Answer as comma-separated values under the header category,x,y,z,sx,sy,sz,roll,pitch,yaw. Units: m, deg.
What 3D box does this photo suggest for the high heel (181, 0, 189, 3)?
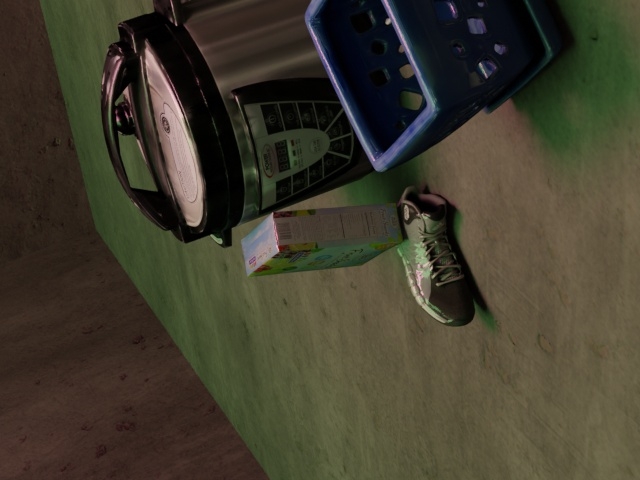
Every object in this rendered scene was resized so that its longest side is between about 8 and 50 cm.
category,x,y,z,sx,sy,sz,roll,pitch,yaw
high heel,-0.332,-0.484,2.641,0.261,0.093,0.186,-123,39,-49

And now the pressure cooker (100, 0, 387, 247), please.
category,x,y,z,sx,sy,sz,roll,pitch,yaw
pressure cooker,-0.140,-0.206,1.904,0.370,0.420,0.375,65,160,12

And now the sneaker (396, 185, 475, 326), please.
category,x,y,z,sx,sy,sz,roll,pitch,yaw
sneaker,0.174,0.014,1.826,0.229,0.086,0.132,60,156,24

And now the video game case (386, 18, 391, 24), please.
category,x,y,z,sx,sy,sz,roll,pitch,yaw
video game case,0.076,-0.410,1.681,0.183,0.023,0.201,58,160,3

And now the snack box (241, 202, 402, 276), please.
category,x,y,z,sx,sy,sz,roll,pitch,yaw
snack box,0.000,0.000,1.882,0.174,0.207,0.070,144,118,-66

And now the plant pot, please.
category,x,y,z,sx,sy,sz,roll,pitch,yaw
plant pot,0.140,-0.249,1.443,0.236,0.212,0.236,64,160,7
